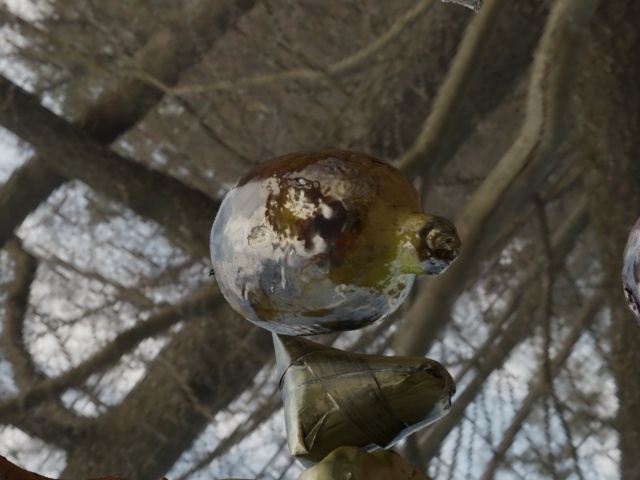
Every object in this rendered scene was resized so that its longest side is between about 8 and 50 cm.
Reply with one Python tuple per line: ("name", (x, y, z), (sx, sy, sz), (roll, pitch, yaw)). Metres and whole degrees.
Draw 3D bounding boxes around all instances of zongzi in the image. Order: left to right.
("zongzi", (0.050, 0.164, 1.683), (0.242, 0.221, 0.112), (-104, -14, -45))

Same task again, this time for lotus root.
("lotus root", (0.000, 0.000, 1.182), (0.141, 0.169, 0.314), (12, 168, -40))

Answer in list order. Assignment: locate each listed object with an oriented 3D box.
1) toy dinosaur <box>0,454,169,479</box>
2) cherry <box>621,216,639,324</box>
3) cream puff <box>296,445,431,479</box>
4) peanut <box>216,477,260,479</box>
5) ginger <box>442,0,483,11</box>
("toy dinosaur", (-0.241, 0.298, 1.281), (0.432, 0.097, 0.208), (38, -132, -57))
("cherry", (0.340, 0.016, 1.040), (0.195, 0.195, 0.195), (32, -160, -14))
("cream puff", (0.039, 0.416, 1.524), (0.291, 0.257, 0.324), (42, -159, -23))
("peanut", (-0.112, 0.251, 0.833), (0.340, 0.158, 0.174), (-6, -179, -42))
("ginger", (0.139, -0.326, 1.425), (0.067, 0.096, 0.165), (-114, 2, -63))
